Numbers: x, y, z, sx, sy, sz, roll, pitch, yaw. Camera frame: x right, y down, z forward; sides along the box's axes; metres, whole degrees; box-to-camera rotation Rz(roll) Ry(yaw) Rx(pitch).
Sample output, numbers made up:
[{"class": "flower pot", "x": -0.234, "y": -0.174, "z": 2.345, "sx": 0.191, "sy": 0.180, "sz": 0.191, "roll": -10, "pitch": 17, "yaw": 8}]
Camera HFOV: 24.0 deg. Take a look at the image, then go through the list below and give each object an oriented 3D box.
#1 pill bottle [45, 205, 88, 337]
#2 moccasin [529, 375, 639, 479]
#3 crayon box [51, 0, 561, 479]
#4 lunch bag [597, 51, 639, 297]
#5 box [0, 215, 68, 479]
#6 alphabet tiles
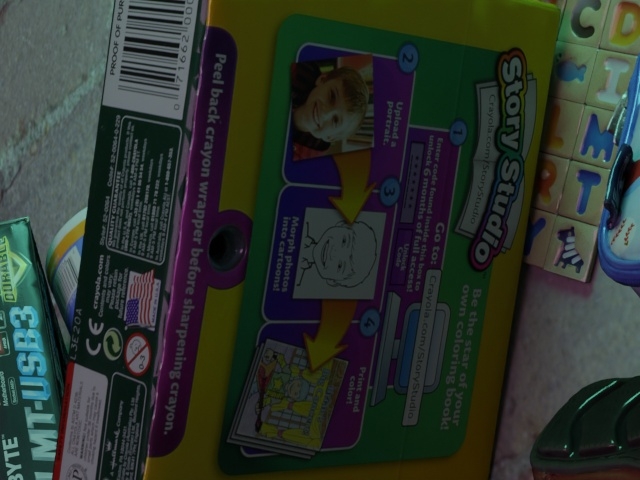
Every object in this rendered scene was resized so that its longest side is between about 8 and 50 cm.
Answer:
[{"class": "pill bottle", "x": -0.118, "y": 0.098, "z": 1.254, "sx": 0.152, "sy": 0.152, "sz": 0.272, "roll": -53, "pitch": 50, "yaw": 30}, {"class": "moccasin", "x": 0.277, "y": 0.138, "z": 0.807, "sx": 0.380, "sy": 0.139, "sz": 0.147, "roll": -21, "pitch": 109, "yaw": 49}, {"class": "crayon box", "x": 0.000, "y": 0.000, "z": 0.997, "sx": 0.106, "sy": 0.313, "sz": 0.363, "roll": 14, "pitch": 98, "yaw": 46}, {"class": "lunch bag", "x": 0.288, "y": -0.071, "z": 0.797, "sx": 0.303, "sy": 0.115, "sz": 0.243, "roll": -16, "pitch": 43, "yaw": 44}, {"class": "box", "x": -0.248, "y": 0.174, "z": 1.334, "sx": 0.293, "sy": 0.073, "sz": 0.295, "roll": 92, "pitch": 164, "yaw": -65}, {"class": "alphabet tiles", "x": 0.180, "y": -0.075, "z": 1.047, "sx": 0.237, "sy": 0.009, "sz": 0.198, "roll": 21, "pitch": 100, "yaw": 49}]
